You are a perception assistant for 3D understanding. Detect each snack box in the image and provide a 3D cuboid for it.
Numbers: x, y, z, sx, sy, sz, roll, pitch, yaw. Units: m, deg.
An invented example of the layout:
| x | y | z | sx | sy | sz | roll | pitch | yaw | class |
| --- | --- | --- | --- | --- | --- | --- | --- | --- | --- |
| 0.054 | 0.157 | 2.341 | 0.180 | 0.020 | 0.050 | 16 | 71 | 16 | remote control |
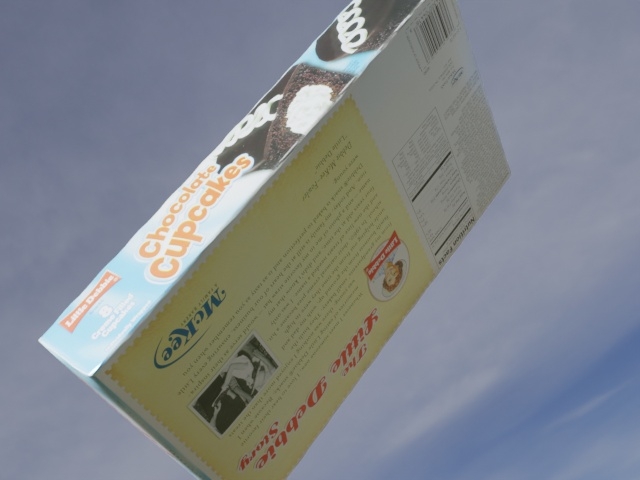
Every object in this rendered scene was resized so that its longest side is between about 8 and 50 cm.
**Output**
| x | y | z | sx | sy | sz | roll | pitch | yaw | class |
| --- | --- | --- | --- | --- | --- | --- | --- | --- | --- |
| 0.000 | 0.000 | 0.507 | 0.322 | 0.060 | 0.187 | -50 | -44 | -20 | snack box |
